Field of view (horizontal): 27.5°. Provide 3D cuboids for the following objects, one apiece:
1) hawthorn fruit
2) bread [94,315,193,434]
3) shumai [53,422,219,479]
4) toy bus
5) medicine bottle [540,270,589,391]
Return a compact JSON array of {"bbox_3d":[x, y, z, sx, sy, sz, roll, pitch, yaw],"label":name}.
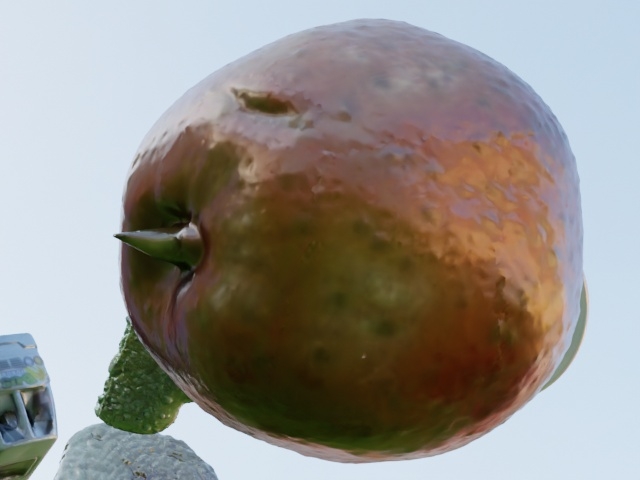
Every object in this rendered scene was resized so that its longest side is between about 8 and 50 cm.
[{"bbox_3d":[0.000,0.000,1.097,0.402,0.403,0.403,10,-36,7],"label":"hawthorn fruit"},{"bbox_3d":[-0.207,0.169,1.748,0.232,0.064,0.173,-23,-71,4],"label":"bread"},{"bbox_3d":[-0.315,0.480,2.096,0.304,0.309,0.263,37,-59,31],"label":"shumai"},{"bbox_3d":[-0.390,0.239,1.405,0.109,0.136,0.330,-4,-36,-43],"label":"toy bus"},{"bbox_3d":[0.184,0.088,1.667,0.252,0.253,0.241,19,-11,-6],"label":"medicine bottle"}]
